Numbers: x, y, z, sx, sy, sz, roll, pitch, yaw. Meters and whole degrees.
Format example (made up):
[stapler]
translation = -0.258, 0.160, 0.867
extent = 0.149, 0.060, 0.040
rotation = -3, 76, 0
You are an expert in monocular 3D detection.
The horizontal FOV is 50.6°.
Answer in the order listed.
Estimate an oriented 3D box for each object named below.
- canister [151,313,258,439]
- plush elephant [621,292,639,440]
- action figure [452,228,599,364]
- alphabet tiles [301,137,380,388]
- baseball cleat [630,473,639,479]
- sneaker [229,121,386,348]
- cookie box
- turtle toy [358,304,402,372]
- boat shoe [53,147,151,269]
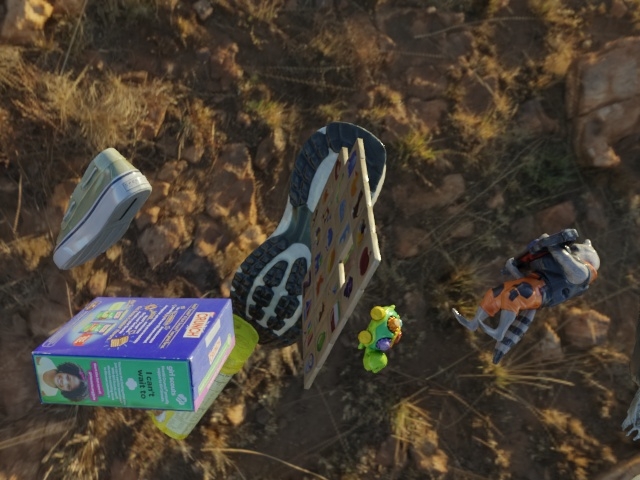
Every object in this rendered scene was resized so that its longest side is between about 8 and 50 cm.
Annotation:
[canister]
translation = -0.177, 0.207, 1.034
extent = 0.073, 0.126, 0.170
rotation = 36, 107, -2
[plush elephant]
translation = 0.631, 0.196, 1.029
extent = 0.255, 0.272, 0.330
rotation = 24, 66, 10
[action figure]
translation = 0.460, 0.111, 1.480
extent = 0.330, 0.341, 0.178
rotation = -31, 79, -4
[alphabet tiles]
translation = 0.014, 0.010, 0.744
extent = 0.009, 0.198, 0.237
rotation = 14, 40, -14
[baseball cleat]
translation = 0.419, 0.285, 0.734
extent = 0.206, 0.109, 0.072
rotation = -4, 80, -22
[sneaker]
translation = 0.000, 0.000, 1.089
extent = 0.158, 0.182, 0.410
rotation = 35, 112, 11
[cookie box]
translation = -0.123, 0.075, 0.465
extent = 0.107, 0.092, 0.040
rotation = 0, 109, 10
[turtle toy]
translation = 0.111, 0.181, 1.262
extent = 0.066, 0.095, 0.130
rotation = 26, 90, 14
[boat shoe]
translation = -0.390, -0.049, 1.176
extent = 0.109, 0.302, 0.094
rotation = -26, 80, -51
